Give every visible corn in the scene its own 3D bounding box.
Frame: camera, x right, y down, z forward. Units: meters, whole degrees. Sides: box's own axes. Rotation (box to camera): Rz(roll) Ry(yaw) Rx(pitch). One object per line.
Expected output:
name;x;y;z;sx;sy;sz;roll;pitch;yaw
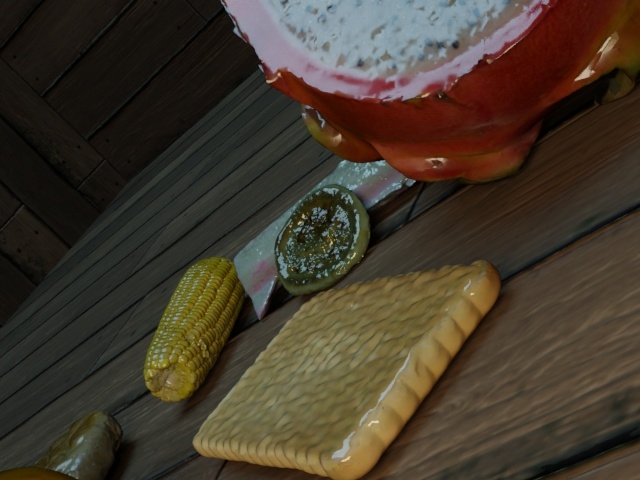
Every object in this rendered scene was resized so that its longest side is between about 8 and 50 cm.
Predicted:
corn;-0.116;0.078;1.028;0.067;0.067;0.206;-39;15;24

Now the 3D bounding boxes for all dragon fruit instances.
dragon fruit;0.101;-0.181;0.799;0.306;0.226;0.305;-12;64;26

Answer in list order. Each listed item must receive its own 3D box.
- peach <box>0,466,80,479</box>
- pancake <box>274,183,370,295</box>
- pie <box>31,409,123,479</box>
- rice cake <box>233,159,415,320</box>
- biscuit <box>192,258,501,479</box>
peach;-0.183;0.212;0.691;0.138;0.138;0.138;-42;13;12
pancake;-0.001;0.001;0.943;0.108;0.017;0.108;-25;50;33
pie;-0.255;0.235;1.002;0.195;0.046;0.195;-43;11;10
rice cake;0.034;-0.033;0.977;0.290;0.051;0.081;-40;47;22
biscuit;0.009;0.085;0.707;0.160;0.030;0.250;-50;14;-23
